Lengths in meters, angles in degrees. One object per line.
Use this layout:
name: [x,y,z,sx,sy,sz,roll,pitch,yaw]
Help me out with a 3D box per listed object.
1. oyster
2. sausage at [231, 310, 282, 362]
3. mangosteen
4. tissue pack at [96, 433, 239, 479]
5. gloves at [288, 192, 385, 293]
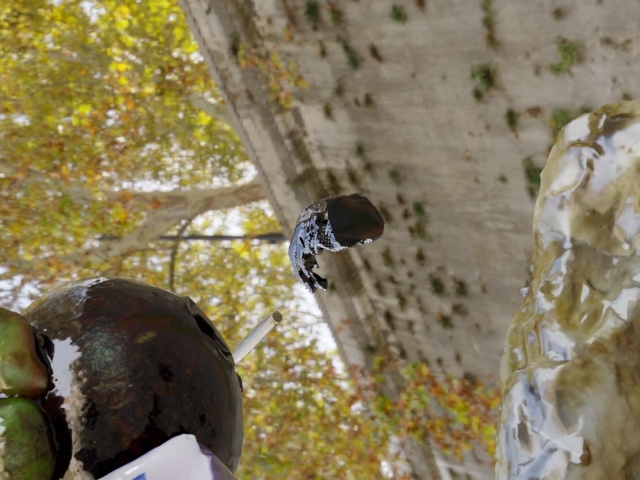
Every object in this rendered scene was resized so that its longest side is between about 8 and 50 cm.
oyster: [0.146,0.093,0.420,0.078,0.128,0.345,13,-95,-64]
sausage: [-0.100,0.147,1.310,0.024,0.132,0.024,24,-137,-24]
mangosteen: [-0.223,0.181,0.882,0.311,0.311,0.311,-3,-86,-55]
tissue pack: [-0.058,0.357,0.723,0.338,0.160,0.242,57,-175,-33]
gloves: [-0.003,-0.001,1.230,0.106,0.180,0.129,45,-130,-16]
